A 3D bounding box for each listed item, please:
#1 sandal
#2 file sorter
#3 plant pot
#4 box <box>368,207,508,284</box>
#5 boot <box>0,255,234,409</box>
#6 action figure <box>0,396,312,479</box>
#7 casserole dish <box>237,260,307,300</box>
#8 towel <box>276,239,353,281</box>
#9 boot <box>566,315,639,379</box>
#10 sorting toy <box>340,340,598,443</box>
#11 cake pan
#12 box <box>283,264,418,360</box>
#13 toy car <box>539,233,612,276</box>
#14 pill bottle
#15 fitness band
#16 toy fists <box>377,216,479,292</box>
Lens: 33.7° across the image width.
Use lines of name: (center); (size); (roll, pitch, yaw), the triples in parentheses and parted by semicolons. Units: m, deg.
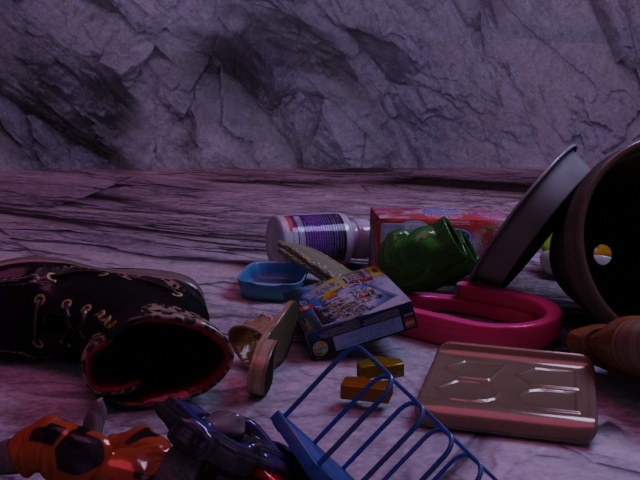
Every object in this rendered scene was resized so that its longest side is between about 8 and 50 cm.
sandal: (-0.089, 0.134, 1.418); (0.079, 0.088, 0.240); (9, 17, 6)
file sorter: (0.063, 0.189, 0.904); (0.170, 0.104, 0.118); (46, -3, -20)
plant pot: (0.509, 0.014, 1.688); (0.323, 0.323, 0.280); (0, -5, -9)
box: (0.223, 0.009, 1.991); (0.257, 0.128, 0.122); (0, 12, -5)
boot: (-0.306, 0.118, 1.364); (0.377, 0.138, 0.284); (4, 10, -20)
action figure: (-0.115, 0.231, 0.912); (0.330, 0.178, 0.341); (16, -13, 30)
casserole dish: (-0.082, 0.072, 1.857); (0.114, 0.037, 0.188); (3, 11, 6)
towel: (-0.002, 0.042, 1.898); (0.148, 0.027, 0.110); (33, 13, 32)
boot: (0.488, 0.161, 1.404); (0.283, 0.109, 0.220); (8, -7, -16)
sorting toy: (0.190, 0.189, 1.334); (0.307, 0.041, 0.229); (4, 16, 13)
cake pan: (0.359, -0.030, 1.778); (0.054, 0.293, 0.293); (39, 23, 13)
box: (0.039, 0.104, 1.591); (0.159, 0.044, 0.233); (-17, 14, -6)
toy car: (0.518, 0.010, 2.061); (0.182, 0.159, 0.136); (6, -23, 21)
pill bottle: (0.000, 0.000, 2.046); (0.193, 0.108, 0.108); (-3, 12, -23)
fitness band: (0.235, 0.116, 1.650); (0.291, 0.054, 0.209); (9, 14, 38)
toy fists: (0.175, 0.029, 1.775); (0.142, 0.096, 0.279); (-28, -14, 12)
